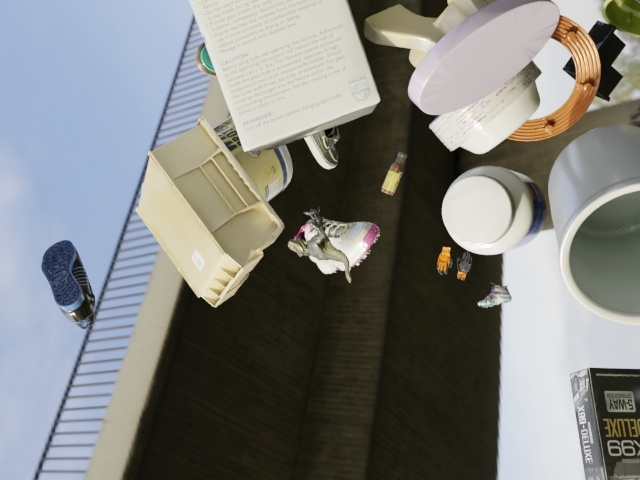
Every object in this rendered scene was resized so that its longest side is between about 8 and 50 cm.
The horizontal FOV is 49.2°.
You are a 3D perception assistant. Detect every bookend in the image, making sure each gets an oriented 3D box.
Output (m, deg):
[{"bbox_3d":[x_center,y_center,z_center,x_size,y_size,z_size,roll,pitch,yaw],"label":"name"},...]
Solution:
[{"bbox_3d":[0.780,-0.494,1.932,0.156,0.157,0.072,23,-163,-34],"label":"bookend"}]

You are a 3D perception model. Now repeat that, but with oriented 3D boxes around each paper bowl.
[{"bbox_3d":[0.413,-0.321,1.694,0.148,0.284,0.284,49,-146,-3],"label":"paper bowl"}]

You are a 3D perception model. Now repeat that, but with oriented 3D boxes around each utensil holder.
[{"bbox_3d":[0.677,-0.051,1.544,0.385,0.327,0.327,-69,-41,-61],"label":"utensil holder"}]

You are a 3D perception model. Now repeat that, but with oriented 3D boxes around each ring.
[{"bbox_3d":[0.541,-0.411,1.790,0.032,0.336,0.336,-68,-42,-61],"label":"ring"}]

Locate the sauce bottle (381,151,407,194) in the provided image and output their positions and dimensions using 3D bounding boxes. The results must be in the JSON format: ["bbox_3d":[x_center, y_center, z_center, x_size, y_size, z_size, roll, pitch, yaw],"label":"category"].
[{"bbox_3d":[0.221,-0.199,2.073,0.042,0.042,0.128,1,-66,-60],"label":"sauce bottle"}]

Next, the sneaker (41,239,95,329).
[{"bbox_3d":[-0.537,0.095,1.500,0.232,0.081,0.090,-123,13,-46],"label":"sneaker"}]

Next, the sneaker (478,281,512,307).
[{"bbox_3d":[0.496,0.152,2.015,0.038,0.098,0.069,85,174,-68],"label":"sneaker"}]

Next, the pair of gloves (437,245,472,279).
[{"bbox_3d":[0.338,0.056,1.767,0.010,0.083,0.074,35,-110,-71],"label":"pair of gloves"}]

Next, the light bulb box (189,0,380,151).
[{"bbox_3d":[-0.064,-0.354,1.165,0.358,0.225,0.361,-74,-35,-83],"label":"light bulb box"}]

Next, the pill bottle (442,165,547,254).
[{"bbox_3d":[0.303,-0.053,1.222,0.272,0.152,0.152,-4,-96,-66],"label":"pill bottle"}]

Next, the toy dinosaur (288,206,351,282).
[{"bbox_3d":[0.000,0.000,1.477,0.064,0.268,0.118,-21,-71,-20],"label":"toy dinosaur"}]

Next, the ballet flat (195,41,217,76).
[{"bbox_3d":[-0.183,-0.459,1.686,0.316,0.106,0.107,-27,-71,-34],"label":"ballet flat"}]

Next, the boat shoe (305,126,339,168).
[{"bbox_3d":[0.008,-0.251,1.693,0.219,0.070,0.078,52,-150,-52],"label":"boat shoe"}]

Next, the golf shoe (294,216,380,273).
[{"bbox_3d":[0.031,0.000,1.676,0.140,0.306,0.115,39,-114,-12],"label":"golf shoe"}]

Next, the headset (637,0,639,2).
[{"bbox_3d":[0.549,-0.614,1.243,0.243,0.185,0.394,2,-94,-41],"label":"headset"}]

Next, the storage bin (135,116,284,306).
[{"bbox_3d":[-0.209,-0.038,1.288,0.123,0.262,0.260,-35,-96,-28],"label":"storage bin"}]

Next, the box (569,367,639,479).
[{"bbox_3d":[0.679,0.388,1.430,0.076,0.307,0.242,123,148,-65],"label":"box"}]

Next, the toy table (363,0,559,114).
[{"bbox_3d":[0.208,-0.322,1.055,0.274,0.252,0.161,-23,-119,-30],"label":"toy table"}]

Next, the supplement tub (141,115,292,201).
[{"bbox_3d":[-0.247,-0.143,1.687,0.316,0.228,0.228,-41,-62,-31],"label":"supplement tub"}]

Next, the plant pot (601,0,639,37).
[{"bbox_3d":[0.887,-0.687,1.776,0.276,0.276,0.254,23,-99,-56],"label":"plant pot"}]
